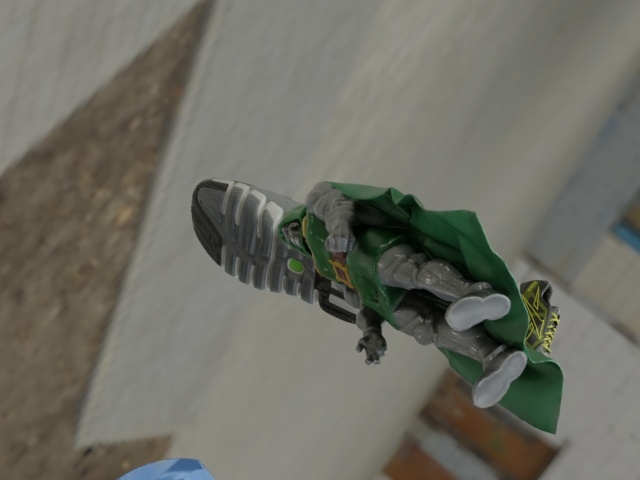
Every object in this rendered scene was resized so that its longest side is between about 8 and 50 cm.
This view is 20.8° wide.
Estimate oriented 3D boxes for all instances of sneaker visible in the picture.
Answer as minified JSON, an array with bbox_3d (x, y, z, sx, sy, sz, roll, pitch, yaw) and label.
[{"bbox_3d":[0.164,0.065,1.312,0.035,0.083,0.031,-19,154,19],"label":"sneaker"},{"bbox_3d":[0.000,0.000,1.572,0.132,0.228,0.086,-21,132,-48],"label":"sneaker"}]

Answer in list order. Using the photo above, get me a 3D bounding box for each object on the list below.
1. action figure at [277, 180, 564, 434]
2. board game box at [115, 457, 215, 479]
[{"bbox_3d":[0.037,0.019,0.969,0.063,0.137,0.232,-26,-155,-18],"label":"action figure"},{"bbox_3d":[-0.110,0.234,1.236,0.133,0.169,0.033,-45,-157,-21],"label":"board game box"}]
